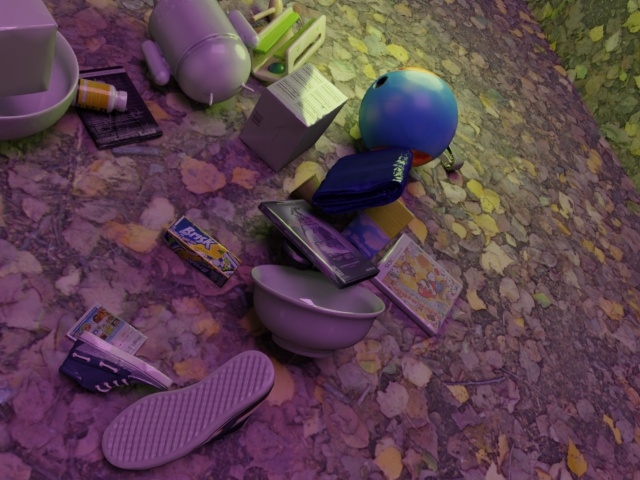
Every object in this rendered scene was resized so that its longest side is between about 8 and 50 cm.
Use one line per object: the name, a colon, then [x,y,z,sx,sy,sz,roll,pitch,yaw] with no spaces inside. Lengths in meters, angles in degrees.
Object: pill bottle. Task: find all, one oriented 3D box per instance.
pill bottle: [-0.508,-0.330,1.330,0.116,0.065,0.065,6,57,-26]

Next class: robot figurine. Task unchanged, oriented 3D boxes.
robot figurine: [-0.311,-0.502,1.500,0.299,0.200,0.354,-29,75,-12]

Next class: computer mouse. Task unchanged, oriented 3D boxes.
computer mouse: [-0.005,0.038,1.390,0.184,0.060,0.262,36,23,-2]

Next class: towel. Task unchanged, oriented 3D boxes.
towel: [0.120,-0.155,1.490,0.308,0.227,0.076,-62,142,-61]

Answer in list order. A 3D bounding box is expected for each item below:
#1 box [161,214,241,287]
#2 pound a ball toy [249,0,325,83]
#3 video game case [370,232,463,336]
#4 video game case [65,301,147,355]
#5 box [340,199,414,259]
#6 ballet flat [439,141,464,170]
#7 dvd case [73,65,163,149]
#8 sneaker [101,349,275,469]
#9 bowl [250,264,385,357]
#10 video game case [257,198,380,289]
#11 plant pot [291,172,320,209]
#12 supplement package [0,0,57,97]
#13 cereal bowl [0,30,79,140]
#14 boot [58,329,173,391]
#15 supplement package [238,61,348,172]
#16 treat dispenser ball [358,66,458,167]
box: [-0.261,0.024,1.274,0.169,0.054,0.059,39,48,-4]
pound a ball toy: [-0.122,-0.604,1.755,0.208,0.136,0.319,19,47,13]
video game case: [0.260,0.113,1.552,0.227,0.026,0.206,43,48,0]
video game case: [-0.407,0.184,1.106,0.122,0.011,0.087,37,48,-5]
box: [0.146,-0.038,1.513,0.109,0.178,0.042,47,11,5]
ballet flat: [0.393,-0.321,1.897,0.068,0.072,0.213,-19,72,-34]
dvd case: [-0.501,-0.322,1.384,0.164,0.018,0.221,-23,75,-38]
sneaker: [-0.227,0.321,1.061,0.321,0.127,0.126,-24,66,-14]
bowl: [-0.021,0.160,1.236,0.297,0.134,0.298,15,9,-3]
video game case: [0.000,0.000,1.360,0.274,0.026,0.196,45,24,18]
plant pot: [-0.021,-0.119,1.509,0.079,0.083,0.083,52,47,-7]
supplement package: [-0.643,-0.430,1.074,0.175,0.177,0.293,-24,74,-40]
cereal bowl: [-0.689,-0.336,1.196,0.338,0.141,0.339,16,53,-23]
boot: [-0.369,0.244,1.048,0.189,0.069,0.086,28,69,-1]
supplement package: [-0.072,-0.326,1.530,0.149,0.194,0.203,44,47,1]
treat dispenser ball: [0.254,-0.355,1.688,0.288,0.288,0.288,16,53,-22]
